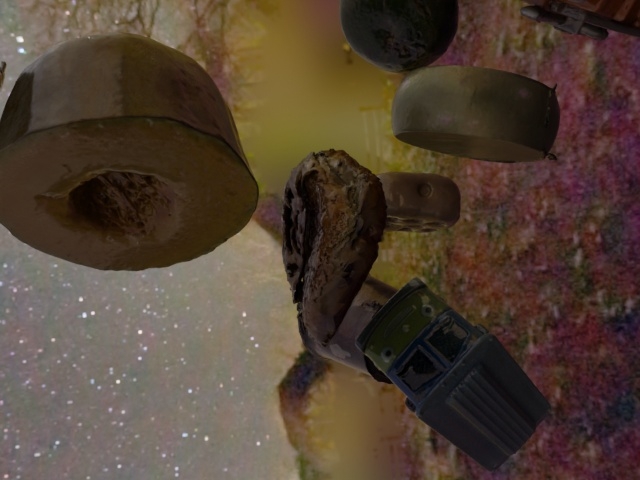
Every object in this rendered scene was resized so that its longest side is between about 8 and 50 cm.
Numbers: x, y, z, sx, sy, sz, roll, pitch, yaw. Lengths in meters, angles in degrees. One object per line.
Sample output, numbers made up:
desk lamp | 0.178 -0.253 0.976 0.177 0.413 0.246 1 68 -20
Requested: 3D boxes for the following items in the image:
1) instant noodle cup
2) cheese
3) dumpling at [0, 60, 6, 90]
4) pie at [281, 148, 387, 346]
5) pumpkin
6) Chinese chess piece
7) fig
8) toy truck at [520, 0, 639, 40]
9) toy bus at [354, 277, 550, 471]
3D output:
instant noodle cup | 0.093 0.169 1.204 0.207 0.217 0.218 18 119 55
cheese | 0.203 -0.082 1.316 0.235 0.217 0.117 14 -104 -59
dumpling | -0.552 -0.230 0.811 0.204 0.163 0.293 36 -154 -26
pie | 0.001 0.000 0.844 0.308 0.085 0.309 180 90 -74
pumpkin | -0.255 -0.120 0.814 0.332 0.332 0.199 81 -177 -58
Chinese chess piece | 0.216 -0.171 0.839 0.238 0.237 0.092 -38 -41 -88
fig | 0.146 -0.401 0.974 0.235 0.203 0.203 -57 -25 -31
toy truck | 0.220 -0.271 0.469 0.173 0.387 0.207 40 124 35
toy bus | 0.210 0.212 0.931 0.312 0.152 0.190 44 179 -43
